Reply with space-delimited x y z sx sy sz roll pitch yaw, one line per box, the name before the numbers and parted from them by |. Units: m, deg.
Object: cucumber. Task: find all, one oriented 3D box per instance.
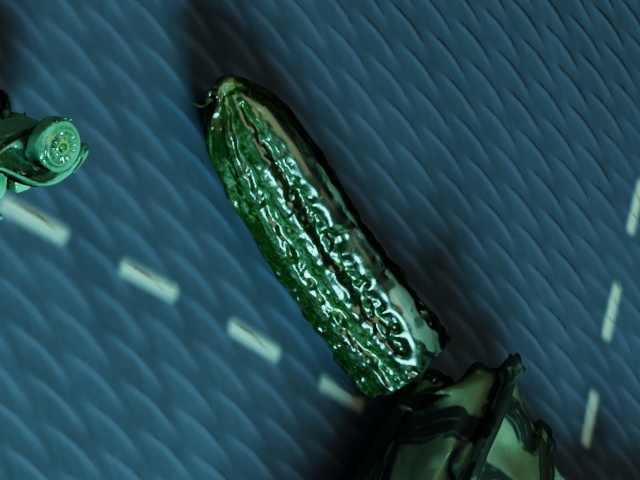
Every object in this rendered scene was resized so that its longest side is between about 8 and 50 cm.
cucumber | -0.001 0.001 1.225 0.265 0.077 0.077 55 53 -23

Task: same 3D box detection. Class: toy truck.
toy truck | -0.204 -0.027 1.039 0.154 0.080 0.078 -23 123 -42

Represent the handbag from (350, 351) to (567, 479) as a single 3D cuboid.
handbag | 0.121 0.287 1.254 0.325 0.162 0.327 48 51 -31
